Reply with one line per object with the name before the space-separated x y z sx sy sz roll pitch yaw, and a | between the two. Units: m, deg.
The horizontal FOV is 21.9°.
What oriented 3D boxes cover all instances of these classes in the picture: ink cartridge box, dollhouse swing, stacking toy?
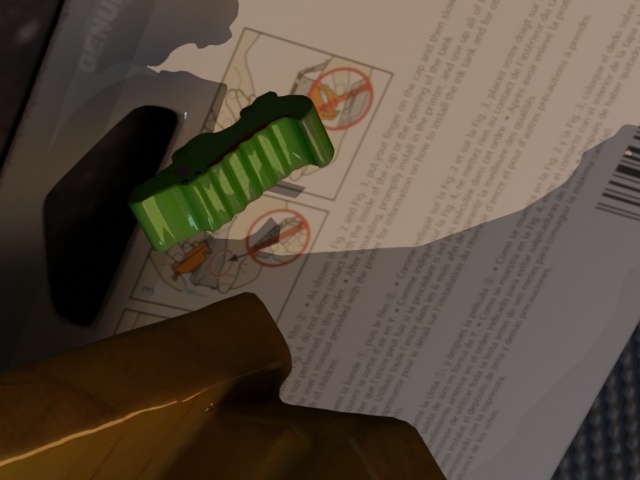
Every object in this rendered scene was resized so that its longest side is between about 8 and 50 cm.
ink cartridge box | 0.000 0.000 0.569 0.239 0.060 0.275 15 114 -23
dollhouse swing | -0.114 0.234 0.381 0.305 0.347 0.315 -1 139 -42
stacking toy | 0.014 -0.120 0.429 0.221 0.052 0.167 -35 120 -15

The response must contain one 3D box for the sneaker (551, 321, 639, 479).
sneaker | 0.187 0.081 0.804 0.282 0.102 0.161 -46 148 15
